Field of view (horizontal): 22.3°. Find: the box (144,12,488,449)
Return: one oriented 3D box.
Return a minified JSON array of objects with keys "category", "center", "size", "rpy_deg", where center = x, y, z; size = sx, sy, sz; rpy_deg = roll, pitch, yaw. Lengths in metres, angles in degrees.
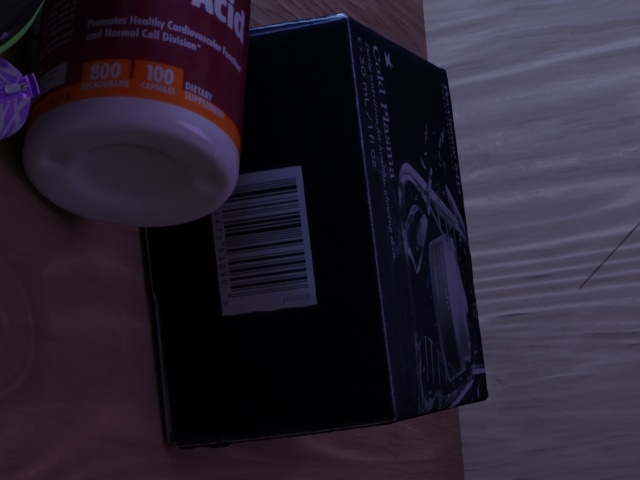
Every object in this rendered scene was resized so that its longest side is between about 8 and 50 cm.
[{"category":"box","center":[0.000,0.000,2.084],"size":[0.472,0.297,0.479],"rpy_deg":[7,76,-73]}]

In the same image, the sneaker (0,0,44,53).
[{"category":"sneaker","center":[-0.256,-0.351,1.405],"size":[0.482,0.185,0.202],"rpy_deg":[-58,179,-14]}]

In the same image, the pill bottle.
[{"category":"pill bottle","center":[-0.185,-0.233,1.736],"size":[0.224,0.224,0.392],"rpy_deg":[53,34,-55]}]

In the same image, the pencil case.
[{"category":"pencil case","center":[-0.333,-0.113,1.466],"size":[0.206,0.088,0.086],"rpy_deg":[-45,126,-66]}]
